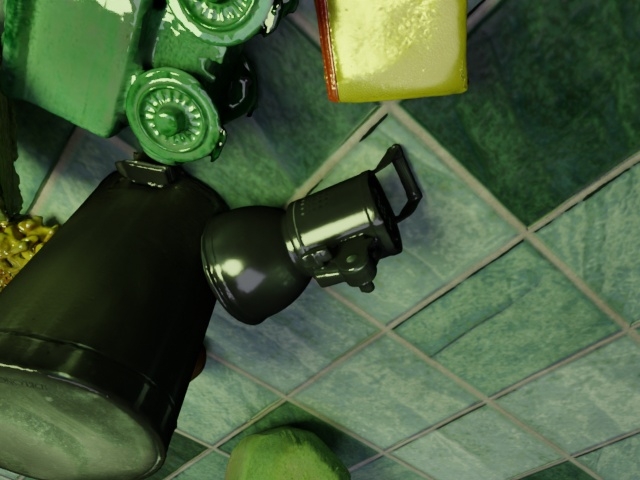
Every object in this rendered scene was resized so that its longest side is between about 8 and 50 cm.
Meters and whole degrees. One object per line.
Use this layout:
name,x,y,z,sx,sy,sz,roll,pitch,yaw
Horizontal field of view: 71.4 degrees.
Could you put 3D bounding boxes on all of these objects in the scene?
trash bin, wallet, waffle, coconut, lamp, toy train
trash bin,-0.223,0.074,0.492,0.203,0.301,0.251,10,129,-3
wallet,0.054,-0.247,0.389,0.141,0.067,0.241,-4,121,13
waffle,-0.404,0.052,0.623,0.197,0.070,0.192,7,130,4
coconut,-0.059,0.444,0.801,0.236,0.204,0.235,-5,154,-2
lamp,0.000,0.000,0.500,0.228,0.172,0.147,-21,119,20
toy train,-0.136,-0.197,0.386,0.202,0.145,0.266,27,123,-10

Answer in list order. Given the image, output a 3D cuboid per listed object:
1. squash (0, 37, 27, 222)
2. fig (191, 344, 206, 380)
squash,-0.352,-0.110,0.410,0.133,0.220,0.220,-14,130,-26
fig,-0.231,0.203,0.690,0.089,0.125,0.088,4,122,6
